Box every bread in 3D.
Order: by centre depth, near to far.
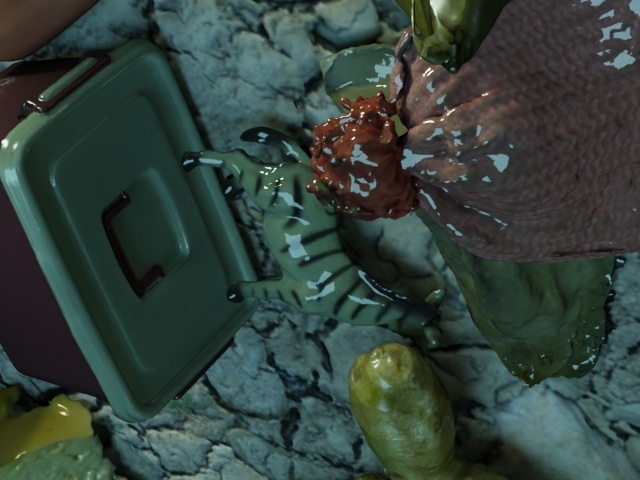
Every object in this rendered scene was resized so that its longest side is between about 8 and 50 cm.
[{"bbox_3d":[-0.326,0.252,1.705,0.183,0.224,0.211,58,176,-29],"label":"bread"}]

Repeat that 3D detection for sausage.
[{"bbox_3d":[-0.223,-0.192,1.261,0.154,0.062,0.062,-26,108,45],"label":"sausage"}]

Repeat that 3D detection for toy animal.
[{"bbox_3d":[-0.002,0.004,1.277,0.176,0.073,0.216,-6,117,31],"label":"toy animal"}]

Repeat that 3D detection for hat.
[{"bbox_3d":[0.128,-0.079,1.045,0.286,0.107,0.236,-16,110,6],"label":"hat"}]

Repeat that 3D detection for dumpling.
[{"bbox_3d":[0.128,-0.009,1.168,0.166,0.086,0.332,-15,121,44],"label":"dumpling"}]

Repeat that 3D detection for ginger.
[{"bbox_3d":[0.134,0.262,1.382,0.363,0.122,0.348,29,147,-4],"label":"ginger"}]

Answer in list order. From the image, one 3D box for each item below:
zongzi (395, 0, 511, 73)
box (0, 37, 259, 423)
[{"bbox_3d":[0.013,-0.185,0.941,0.260,0.289,0.123,0,138,33],"label":"zongzi"},{"bbox_3d":[-0.199,-0.010,1.313,0.168,0.193,0.294,5,128,38],"label":"box"}]
